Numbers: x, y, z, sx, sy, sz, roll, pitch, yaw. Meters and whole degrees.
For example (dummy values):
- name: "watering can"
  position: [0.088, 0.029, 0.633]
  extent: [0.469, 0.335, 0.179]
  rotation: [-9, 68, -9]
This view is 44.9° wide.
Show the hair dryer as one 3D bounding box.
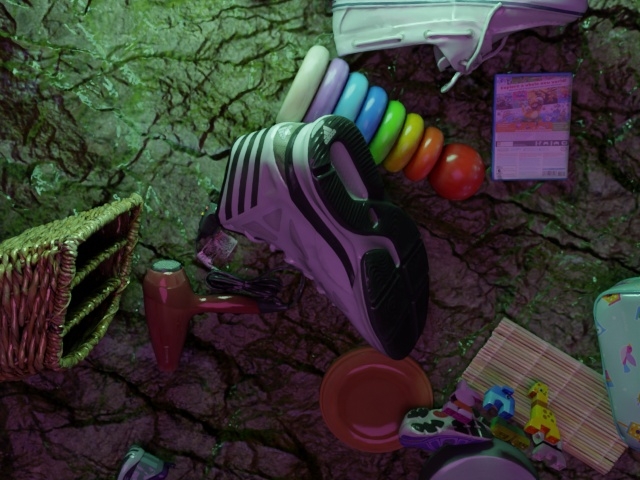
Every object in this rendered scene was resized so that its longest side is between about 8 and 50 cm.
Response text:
- name: "hair dryer"
  position: [-0.189, 0.107, 1.293]
  extent: [0.223, 0.080, 0.293]
  rotation: [42, 104, -6]

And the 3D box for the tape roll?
- name: "tape roll"
  position: [0.277, 0.454, 1.342]
  extent: [0.219, 0.072, 0.219]
  rotation: [1, 103, 5]

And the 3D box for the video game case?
- name: "video game case"
  position: [0.329, -0.177, 1.213]
  extent: [0.119, 0.015, 0.166]
  rotation: [0, 104, 6]

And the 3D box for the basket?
- name: "basket"
  position: [-0.379, 0.080, 1.189]
  extent: [0.222, 0.299, 0.214]
  rotation: [-16, 102, 9]

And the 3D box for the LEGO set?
- name: "LEGO set"
  position: [0.325, 0.276, 1.275]
  extent: [0.227, 0.093, 0.087]
  rotation: [28, 136, -8]

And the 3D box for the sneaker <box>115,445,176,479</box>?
- name: "sneaker"
  position: [-0.341, 0.485, 1.399]
  extent: [0.098, 0.083, 0.224]
  rotation: [23, 104, -6]

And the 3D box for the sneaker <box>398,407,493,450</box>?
- name: "sneaker"
  position: [0.209, 0.322, 1.314]
  extent: [0.169, 0.068, 0.071]
  rotation: [6, 129, -16]

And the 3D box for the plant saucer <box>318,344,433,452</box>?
- name: "plant saucer"
  position: [0.095, 0.278, 1.333]
  extent: [0.199, 0.037, 0.200]
  rotation: [1, 103, 5]

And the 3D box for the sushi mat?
- name: "sushi mat"
  position: [0.399, 0.266, 1.313]
  extent: [0.316, 0.019, 0.151]
  rotation: [31, 103, -3]

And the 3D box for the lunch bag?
- name: "lunch bag"
  position: [0.555, 0.192, 1.184]
  extent: [0.224, 0.107, 0.279]
  rotation: [-9, 97, 40]

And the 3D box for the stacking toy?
- name: "stacking toy"
  position: [0.105, -0.165, 1.184]
  extent: [0.330, 0.141, 0.141]
  rotation: [25, 104, -7]

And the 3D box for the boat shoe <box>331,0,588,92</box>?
- name: "boat shoe"
  position: [0.196, -0.296, 1.134]
  extent: [0.366, 0.136, 0.157]
  rotation: [2, 104, 8]

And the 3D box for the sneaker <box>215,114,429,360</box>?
- name: "sneaker"
  position: [0.000, -0.001, 1.229]
  extent: [0.257, 0.169, 0.448]
  rotation: [4, 133, 39]
